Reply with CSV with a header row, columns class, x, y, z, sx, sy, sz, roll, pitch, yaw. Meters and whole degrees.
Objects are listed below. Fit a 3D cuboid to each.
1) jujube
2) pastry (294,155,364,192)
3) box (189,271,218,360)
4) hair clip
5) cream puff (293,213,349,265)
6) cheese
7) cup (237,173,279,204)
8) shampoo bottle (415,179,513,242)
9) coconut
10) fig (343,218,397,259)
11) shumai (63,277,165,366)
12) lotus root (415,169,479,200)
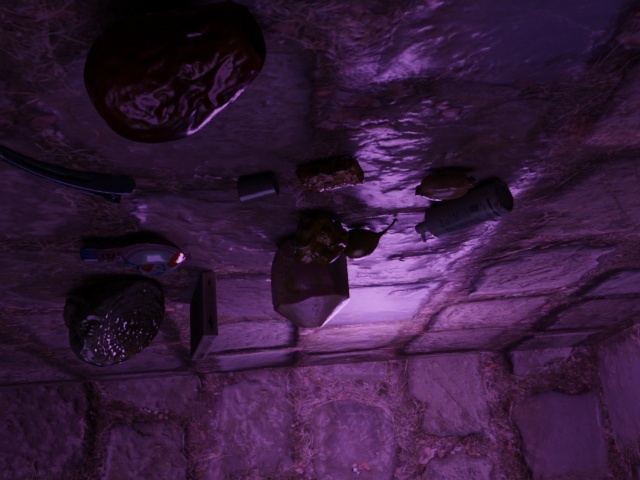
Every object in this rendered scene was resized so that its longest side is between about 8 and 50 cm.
class,x,y,z,sx,sy,sz,roll,pitch,yaw
jujube,-0.206,-0.245,0.947,0.255,0.190,0.190,-19,156,15
pastry,0.021,-0.139,1.424,0.140,0.056,0.080,-10,147,19
box,-0.382,0.254,2.138,0.051,0.205,0.365,1,158,-16
hair clip,-0.521,-0.130,1.339,0.275,0.048,0.083,14,156,-38
cream puff,0.001,0.000,1.686,0.156,0.121,0.156,-5,159,-2
cheese,-0.486,0.041,1.747,0.286,0.074,0.189,3,156,-16
cup,-0.135,-0.111,1.464,0.083,0.054,0.075,-12,157,12
shampoo bottle,0.347,-0.068,1.646,0.085,0.085,0.262,16,151,-43
coconut,-0.032,0.124,1.827,0.233,0.245,0.233,-4,158,-1
fig,0.131,0.002,1.764,0.166,0.093,0.093,-14,157,30
shumai,-0.680,0.219,2.077,0.263,0.304,0.309,23,178,34
lotus root,0.290,-0.128,1.509,0.150,0.062,0.073,-7,136,2
